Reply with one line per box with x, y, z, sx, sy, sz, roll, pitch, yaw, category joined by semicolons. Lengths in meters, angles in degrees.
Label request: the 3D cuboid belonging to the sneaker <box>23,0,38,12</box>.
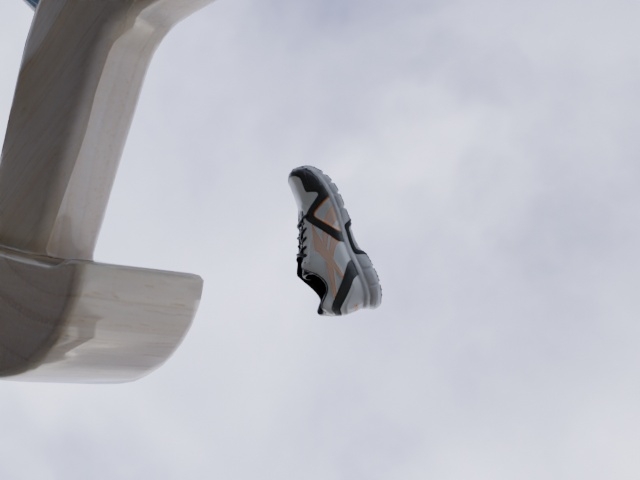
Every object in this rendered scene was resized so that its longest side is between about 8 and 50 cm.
-0.252;-0.259;1.125;0.237;0.085;0.086;37;-20;30;sneaker

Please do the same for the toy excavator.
-0.028;-0.184;0.550;0.445;0.222;0.433;-23;-111;38;toy excavator

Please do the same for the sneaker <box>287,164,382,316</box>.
0.000;0.000;0.781;0.040;0.044;0.109;104;-36;-64;sneaker
